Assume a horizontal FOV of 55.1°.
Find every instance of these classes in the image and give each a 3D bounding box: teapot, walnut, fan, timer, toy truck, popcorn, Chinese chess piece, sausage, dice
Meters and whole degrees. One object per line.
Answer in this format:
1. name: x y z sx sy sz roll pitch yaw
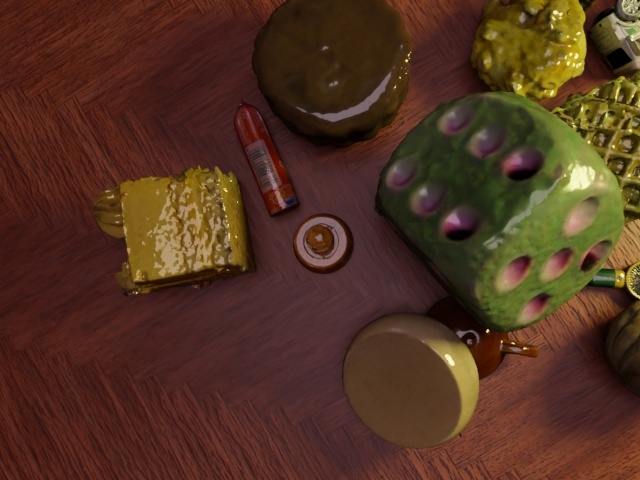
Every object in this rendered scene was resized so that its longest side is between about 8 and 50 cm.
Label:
1. teapot: 0.310 0.202 1.225 0.252 0.135 0.178 11 89 7
2. walnut: 0.662 0.206 1.166 0.225 0.224 0.224 0 84 5
3. fan: 0.623 0.079 1.257 0.155 0.039 0.082 5 85 7
4. timer: 0.000 0.000 1.260 0.132 0.152 0.131 0 84 5
5. toy truck: 0.739 -0.465 1.223 0.364 0.176 0.177 -24 91 8
6. popcorn: 0.427 -0.403 1.263 0.233 0.192 0.265 -30 58 17
7. Chinese chess piece: 0.171 0.271 1.189 0.274 0.102 0.273 10 110 28
8. sausage: -0.127 -0.185 1.329 0.074 0.074 0.273 -24 83 2
9. dice: 0.313 -0.055 1.103 0.318 0.330 0.322 -42 46 3

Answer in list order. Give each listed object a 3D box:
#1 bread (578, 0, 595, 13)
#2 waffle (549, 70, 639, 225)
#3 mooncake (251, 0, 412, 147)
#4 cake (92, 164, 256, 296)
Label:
1. bread: 0.533 -0.563 1.250 0.102 0.196 0.138 7 80 2
2. waffle: 0.582 -0.170 1.221 0.317 0.073 0.297 -26 87 28
3. mooncake: 0.030 -0.352 1.277 0.325 0.187 0.323 -1 82 6
4. cake: -0.302 -0.015 1.255 0.286 0.222 0.227 -12 81 4
